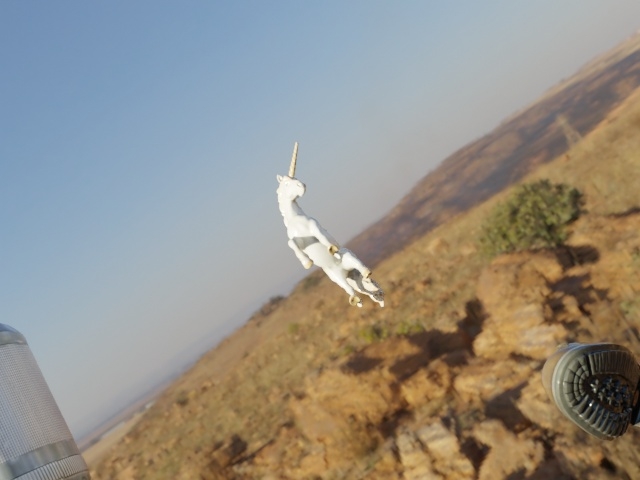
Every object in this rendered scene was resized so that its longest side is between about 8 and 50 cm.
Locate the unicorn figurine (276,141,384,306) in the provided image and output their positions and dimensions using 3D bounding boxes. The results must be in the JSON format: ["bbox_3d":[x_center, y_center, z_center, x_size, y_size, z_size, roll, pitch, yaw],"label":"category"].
[{"bbox_3d":[0.000,0.000,0.890,0.060,0.162,0.111,-30,31,-2],"label":"unicorn figurine"}]

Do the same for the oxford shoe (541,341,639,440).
[{"bbox_3d":[0.242,0.130,0.813,0.096,0.083,0.227,15,-3,38],"label":"oxford shoe"}]

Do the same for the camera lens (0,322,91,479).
[{"bbox_3d":[-0.389,0.244,0.993,0.219,0.274,0.219,-29,-10,-6],"label":"camera lens"}]
